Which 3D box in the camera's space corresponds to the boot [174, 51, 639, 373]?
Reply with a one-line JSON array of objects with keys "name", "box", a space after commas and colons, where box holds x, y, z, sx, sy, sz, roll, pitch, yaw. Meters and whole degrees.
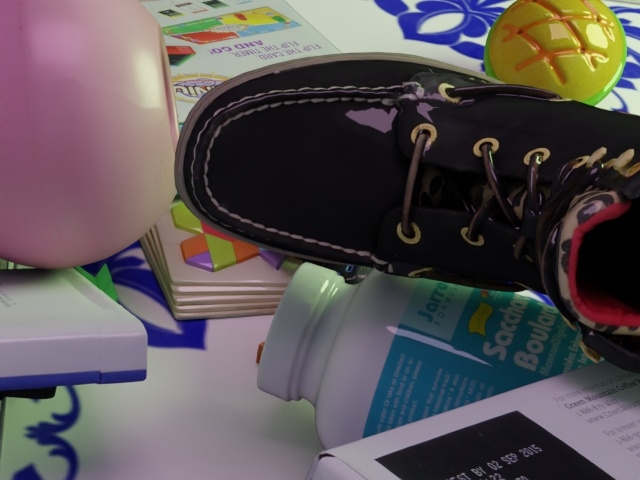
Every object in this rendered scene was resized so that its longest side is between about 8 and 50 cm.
[{"name": "boot", "box": [0.115, -0.018, 1.048, 0.377, 0.138, 0.284, 10, 9, -11]}]

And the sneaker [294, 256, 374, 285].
[{"name": "sneaker", "box": [0.000, 0.000, 1.328, 0.217, 0.079, 0.121, 26, 39, 12]}]

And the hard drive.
[{"name": "hard drive", "box": [-0.291, 0.059, 1.159, 0.318, 0.040, 0.210, -2, 11, -21]}]

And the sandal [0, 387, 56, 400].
[{"name": "sandal", "box": [-0.260, 0.098, 1.181, 0.179, 0.040, 0.067, 0, 11, -9]}]

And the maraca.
[{"name": "maraca", "box": [0.205, -0.155, 1.657, 0.127, 0.099, 0.186, 17, 60, 16]}]

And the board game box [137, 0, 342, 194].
[{"name": "board game box", "box": [-0.118, -0.147, 1.536, 0.242, 0.064, 0.316, -8, 34, -27]}]

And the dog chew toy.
[{"name": "dog chew toy", "box": [-0.265, -0.072, 1.257, 0.331, 0.207, 0.206, -8, 36, -1]}]

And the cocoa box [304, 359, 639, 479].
[{"name": "cocoa box", "box": [0.144, 0.221, 0.919, 0.231, 0.228, 0.347, 35, 27, 30]}]

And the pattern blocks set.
[{"name": "pattern blocks set", "box": [-0.043, 0.003, 1.404, 0.325, 0.026, 0.285, -9, 40, -29]}]

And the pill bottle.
[{"name": "pill bottle", "box": [0.097, 0.100, 1.203, 0.264, 0.146, 0.146, 19, 35, 9]}]
